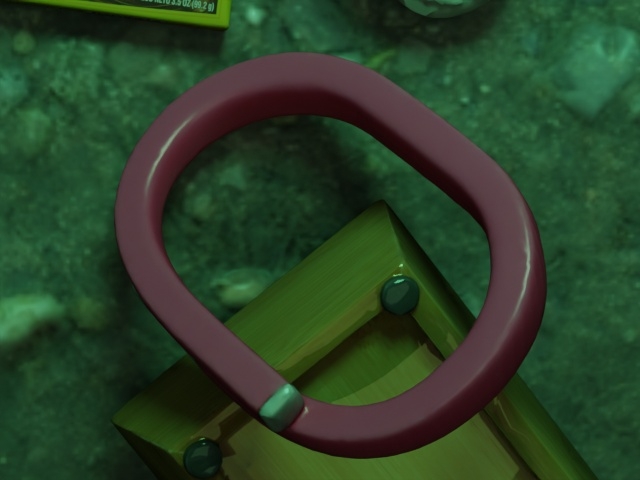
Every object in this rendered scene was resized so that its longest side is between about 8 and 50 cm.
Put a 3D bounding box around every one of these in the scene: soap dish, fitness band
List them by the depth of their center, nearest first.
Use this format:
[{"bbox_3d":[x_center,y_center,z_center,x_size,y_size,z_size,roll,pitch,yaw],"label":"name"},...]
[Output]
[{"bbox_3d":[0.000,0.000,0.955,0.209,0.054,0.291,-44,57,-7],"label":"fitness band"},{"bbox_3d":[0.043,0.157,1.027,0.229,0.118,0.291,-39,100,-4],"label":"soap dish"}]

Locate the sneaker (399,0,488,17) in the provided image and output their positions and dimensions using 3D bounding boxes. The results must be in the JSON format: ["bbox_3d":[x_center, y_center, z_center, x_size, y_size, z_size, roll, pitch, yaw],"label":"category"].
[{"bbox_3d":[0.049,-0.303,1.000,0.126,0.127,0.321,-17,121,-1],"label":"sneaker"}]

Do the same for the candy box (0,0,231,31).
[{"bbox_3d":[-0.155,-0.199,1.015,0.206,0.027,0.105,6,90,-9],"label":"candy box"}]
